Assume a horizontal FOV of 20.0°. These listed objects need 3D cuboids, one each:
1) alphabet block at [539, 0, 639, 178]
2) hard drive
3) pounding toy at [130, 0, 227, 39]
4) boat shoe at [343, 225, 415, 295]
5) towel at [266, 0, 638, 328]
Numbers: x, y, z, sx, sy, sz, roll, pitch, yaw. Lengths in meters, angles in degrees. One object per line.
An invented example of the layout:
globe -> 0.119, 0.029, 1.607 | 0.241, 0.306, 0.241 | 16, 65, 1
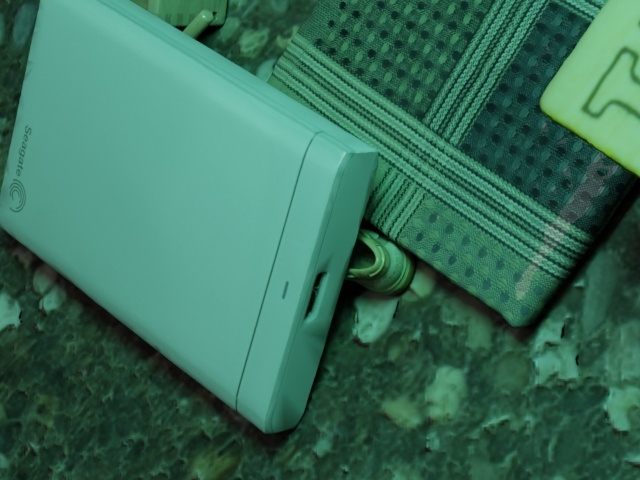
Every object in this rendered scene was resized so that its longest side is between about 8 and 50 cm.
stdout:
alphabet block -> 0.289, -0.091, 1.105 | 0.193, 0.192, 0.197 | 40, 99, 39
hard drive -> -0.118, -0.038, 1.416 | 0.353, 0.047, 0.233 | 34, 118, 37
pounding toy -> -0.126, -0.207, 1.504 | 0.181, 0.094, 0.206 | 19, 109, 38
boat shoe -> 0.000, 0.002, 1.368 | 0.153, 0.048, 0.056 | 23, 89, 38
towel -> 0.125, -0.139, 1.333 | 0.324, 0.056, 0.312 | 39, 102, 35
